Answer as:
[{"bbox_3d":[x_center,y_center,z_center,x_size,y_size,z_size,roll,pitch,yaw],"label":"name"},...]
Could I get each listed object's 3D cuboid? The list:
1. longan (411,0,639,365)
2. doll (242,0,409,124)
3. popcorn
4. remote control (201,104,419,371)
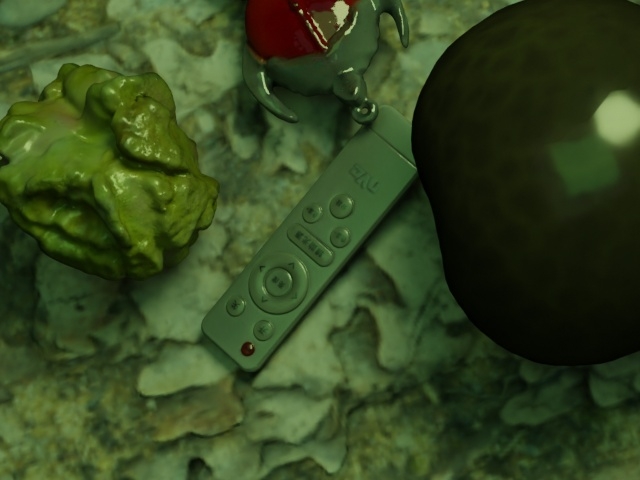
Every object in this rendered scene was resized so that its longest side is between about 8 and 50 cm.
[{"bbox_3d":[0.148,-0.037,1.105,0.198,0.198,0.212,-21,59,7],"label":"longan"},{"bbox_3d":[-0.014,-0.149,1.230,0.104,0.062,0.195,-24,65,-12],"label":"doll"},{"bbox_3d":[-0.130,-0.041,1.197,0.145,0.126,0.126,22,74,40],"label":"popcorn"},{"bbox_3d":[0.000,0.000,1.211,0.050,0.027,0.184,41,93,19],"label":"remote control"}]
